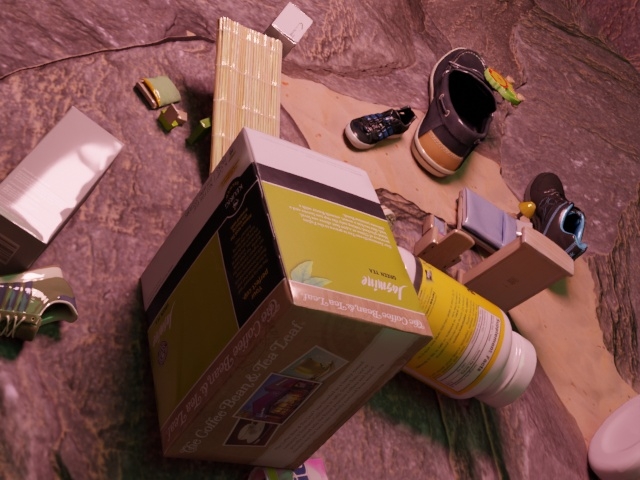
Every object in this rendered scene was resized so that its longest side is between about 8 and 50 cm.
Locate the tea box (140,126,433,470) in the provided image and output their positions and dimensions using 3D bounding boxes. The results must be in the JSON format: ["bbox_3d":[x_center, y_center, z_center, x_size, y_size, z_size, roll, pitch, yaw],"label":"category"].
[{"bbox_3d":[-0.069,0.087,1.121,0.220,0.329,0.323,17,39,-32],"label":"tea box"}]

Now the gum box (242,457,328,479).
[{"bbox_3d":[-0.032,0.403,1.155,0.107,0.062,0.188,4,57,-40],"label":"gum box"}]

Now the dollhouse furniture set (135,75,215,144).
[{"bbox_3d":[-0.255,-0.246,1.456,0.151,0.058,0.076,54,41,5],"label":"dollhouse furniture set"}]

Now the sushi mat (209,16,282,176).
[{"bbox_3d":[-0.131,-0.233,1.484,0.151,0.019,0.316,10,77,-44],"label":"sushi mat"}]

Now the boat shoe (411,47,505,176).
[{"bbox_3d":[0.351,-0.342,1.988,0.187,0.156,0.500,38,41,-10],"label":"boat shoe"}]

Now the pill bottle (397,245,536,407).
[{"bbox_3d":[0.215,0.165,1.457,0.334,0.188,0.187,31,44,-20],"label":"pill bottle"}]

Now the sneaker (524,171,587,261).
[{"bbox_3d":[0.582,-0.054,1.980,0.125,0.140,0.340,29,43,-19],"label":"sneaker"}]

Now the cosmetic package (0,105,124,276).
[{"bbox_3d":[-0.388,-0.067,1.154,0.107,0.127,0.238,36,41,-16],"label":"cosmetic package"}]

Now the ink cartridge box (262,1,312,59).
[{"bbox_3d":[-0.094,-0.388,1.633,0.063,0.150,0.109,38,42,-12],"label":"ink cartridge box"}]

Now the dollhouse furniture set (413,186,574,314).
[{"bbox_3d":[0.380,-0.046,1.753,0.286,0.198,0.303,32,43,-19],"label":"dollhouse furniture set"}]

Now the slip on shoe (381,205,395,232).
[{"bbox_3d":[0.000,0.000,1.470,0.101,0.123,0.331,31,38,31],"label":"slip on shoe"}]

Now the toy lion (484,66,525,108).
[{"bbox_3d":[0.436,-0.372,1.967,0.096,0.034,0.100,13,45,-40],"label":"toy lion"}]

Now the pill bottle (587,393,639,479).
[{"bbox_3d":[0.751,0.514,1.628,0.407,0.229,0.229,47,41,-3],"label":"pill bottle"}]

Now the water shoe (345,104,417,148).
[{"bbox_3d":[0.132,-0.258,1.785,0.203,0.080,0.073,-25,77,-48],"label":"water shoe"}]

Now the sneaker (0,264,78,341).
[{"bbox_3d":[-0.401,0.094,1.065,0.192,0.064,0.086,-18,68,-50],"label":"sneaker"}]
